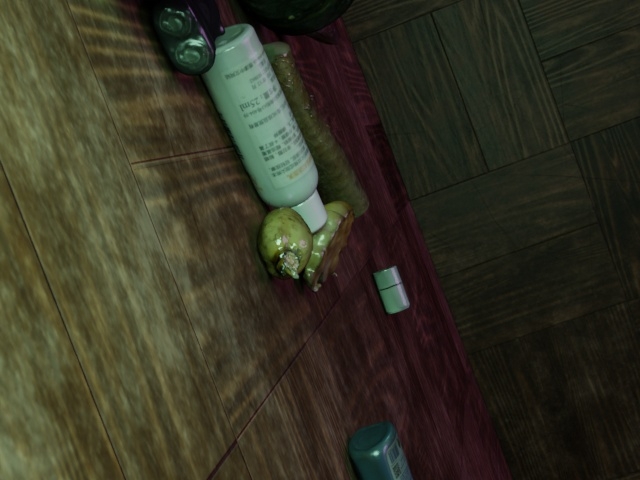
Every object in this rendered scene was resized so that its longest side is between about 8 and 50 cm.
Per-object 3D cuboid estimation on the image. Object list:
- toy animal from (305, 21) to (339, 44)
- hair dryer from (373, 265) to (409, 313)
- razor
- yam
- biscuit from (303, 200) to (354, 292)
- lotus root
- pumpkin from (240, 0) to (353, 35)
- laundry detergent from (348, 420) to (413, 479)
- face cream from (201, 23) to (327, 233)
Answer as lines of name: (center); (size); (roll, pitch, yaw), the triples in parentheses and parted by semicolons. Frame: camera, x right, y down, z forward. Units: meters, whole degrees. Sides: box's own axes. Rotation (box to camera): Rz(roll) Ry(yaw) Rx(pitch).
toy animal: (-0.060, -0.437, 2.004); (0.195, 0.090, 0.324); (48, 8, 18)
hair dryer: (0.133, 0.089, 2.152); (0.137, 0.047, 0.082); (-56, 127, -87)
razor: (-0.144, -0.234, 1.224); (0.148, 0.054, 0.090); (-91, 159, -64)
yam: (-0.017, -0.162, 1.724); (0.357, 0.081, 0.081); (61, 13, -45)
biscuit: (0.000, 0.000, 1.507); (0.183, 0.061, 0.118); (-5, 116, -80)
lotus root: (-0.039, 0.003, 1.305); (0.152, 0.063, 0.072); (-99, 175, -64)
pumpkin: (-0.042, -0.465, 1.759); (0.300, 0.207, 0.300); (-16, 90, -76)
laundry detergent: (0.096, 0.329, 1.396); (0.096, 0.061, 0.206); (-72, 142, -78)
face cream: (-0.064, -0.123, 1.364); (0.082, 0.082, 0.269); (-92, 160, -61)
